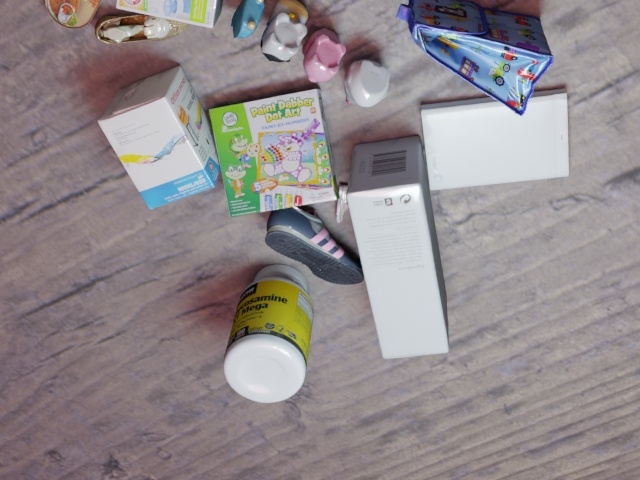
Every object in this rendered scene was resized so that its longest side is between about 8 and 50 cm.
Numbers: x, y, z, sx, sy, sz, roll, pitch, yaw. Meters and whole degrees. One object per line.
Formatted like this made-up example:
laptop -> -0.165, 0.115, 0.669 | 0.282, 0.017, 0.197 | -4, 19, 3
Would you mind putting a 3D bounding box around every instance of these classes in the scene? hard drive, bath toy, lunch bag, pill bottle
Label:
hard drive -> 0.384, -0.219, 1.992 | 0.307, 0.040, 0.203 | -6, 122, 9
bath toy -> -0.016, -0.389, 1.872 | 0.348, 0.151, 0.129 | 29, 160, -16
lunch bag -> 0.284, -0.394, 1.778 | 0.293, 0.221, 0.138 | 20, 122, -8
pill bottle -> -0.114, 0.206, 2.144 | 0.188, 0.334, 0.188 | 2, 123, 4

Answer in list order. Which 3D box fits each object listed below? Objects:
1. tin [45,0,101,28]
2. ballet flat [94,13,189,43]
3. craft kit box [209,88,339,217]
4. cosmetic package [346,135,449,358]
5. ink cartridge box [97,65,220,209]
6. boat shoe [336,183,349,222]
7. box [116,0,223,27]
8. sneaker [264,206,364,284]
tin -> -0.498, -0.528, 1.882 | 0.106, 0.040, 0.190 | 34, 120, -11
ballet flat -> -0.378, -0.444, 1.905 | 0.206, 0.067, 0.073 | -7, 121, 10
craft kit box -> -0.100, -0.191, 1.996 | 0.250, 0.061, 0.247 | -10, 95, 12
cosmetic package -> 0.183, 0.020, 2.057 | 0.161, 0.230, 0.453 | -8, 121, 11
ink cartridge box -> -0.340, -0.226, 1.981 | 0.168, 0.171, 0.233 | -17, 120, 16
boat shoe -> 0.057, -0.084, 2.117 | 0.035, 0.035, 0.100 | 8, 117, 4
box -> -0.300, -0.516, 1.828 | 0.203, 0.103, 0.114 | 12, 123, -2
sneaker -> 0.000, 0.000, 2.139 | 0.112, 0.131, 0.319 | -16, 145, 34
